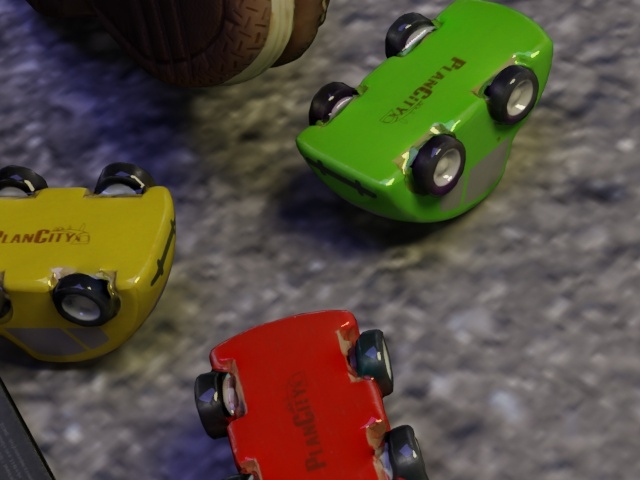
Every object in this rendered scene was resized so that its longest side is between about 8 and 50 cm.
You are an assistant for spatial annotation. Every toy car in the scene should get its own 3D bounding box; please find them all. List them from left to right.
[{"bbox_3d":[0.000,0.000,0.638,0.225,0.053,0.239,-42,50,-22],"label":"toy car"}]

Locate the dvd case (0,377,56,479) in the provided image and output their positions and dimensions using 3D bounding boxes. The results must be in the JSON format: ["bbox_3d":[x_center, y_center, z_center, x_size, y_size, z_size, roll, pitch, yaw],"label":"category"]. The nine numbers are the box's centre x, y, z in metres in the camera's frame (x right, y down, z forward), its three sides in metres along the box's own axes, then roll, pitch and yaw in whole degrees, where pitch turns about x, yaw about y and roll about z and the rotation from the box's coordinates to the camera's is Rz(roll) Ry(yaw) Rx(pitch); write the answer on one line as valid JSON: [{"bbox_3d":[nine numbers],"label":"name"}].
[{"bbox_3d":[-0.178,0.152,0.568,0.239,0.029,0.179,-29,46,-10],"label":"dvd case"}]

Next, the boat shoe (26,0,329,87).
[{"bbox_3d":[-0.046,-0.124,0.709,0.095,0.095,0.257,-16,23,-22],"label":"boat shoe"}]
